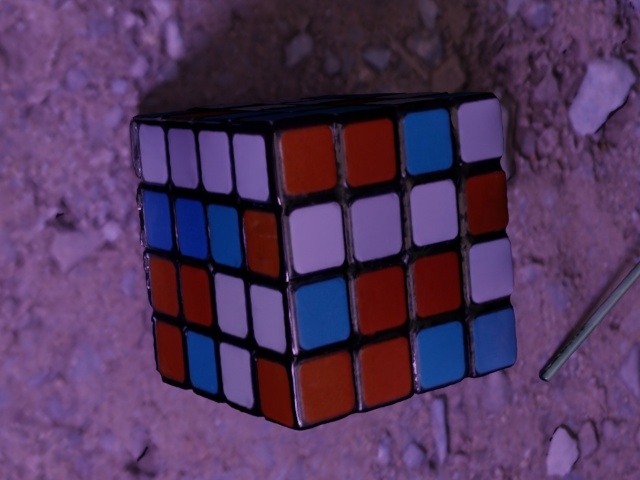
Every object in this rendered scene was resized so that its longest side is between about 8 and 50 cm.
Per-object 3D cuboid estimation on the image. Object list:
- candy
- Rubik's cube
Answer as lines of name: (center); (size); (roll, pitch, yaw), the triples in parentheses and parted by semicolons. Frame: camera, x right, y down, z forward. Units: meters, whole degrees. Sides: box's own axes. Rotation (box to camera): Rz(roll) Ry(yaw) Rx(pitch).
candy: (0.224, 0.026, 0.962); (0.202, 0.061, 0.061); (-47, 119, -12)
Rubik's cube: (0.000, 0.000, 0.735); (0.151, 0.154, 0.155); (-13, 103, -34)
